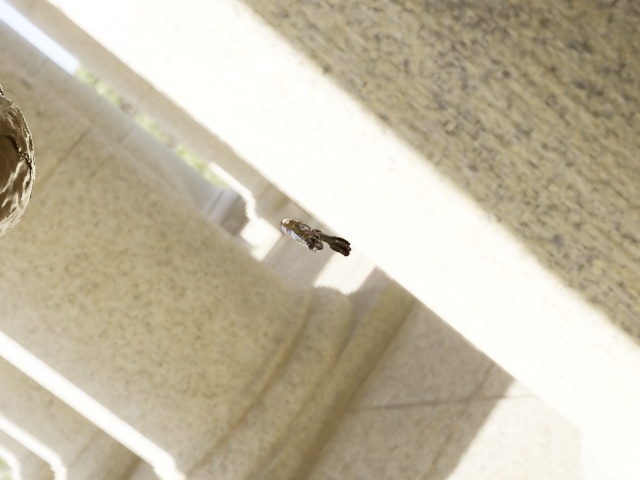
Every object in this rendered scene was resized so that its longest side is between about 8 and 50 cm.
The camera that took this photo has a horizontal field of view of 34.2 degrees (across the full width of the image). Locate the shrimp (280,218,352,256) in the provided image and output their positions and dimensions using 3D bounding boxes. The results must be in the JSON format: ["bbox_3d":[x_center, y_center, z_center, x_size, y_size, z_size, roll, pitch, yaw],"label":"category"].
[{"bbox_3d":[0.000,0.000,1.224,0.127,0.091,0.025,-133,66,-74],"label":"shrimp"}]

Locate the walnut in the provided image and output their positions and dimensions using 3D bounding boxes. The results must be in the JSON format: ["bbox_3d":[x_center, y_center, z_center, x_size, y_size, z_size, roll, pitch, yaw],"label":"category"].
[{"bbox_3d":[-0.415,-0.090,1.148,0.198,0.198,0.245,-59,-6,-36],"label":"walnut"}]
